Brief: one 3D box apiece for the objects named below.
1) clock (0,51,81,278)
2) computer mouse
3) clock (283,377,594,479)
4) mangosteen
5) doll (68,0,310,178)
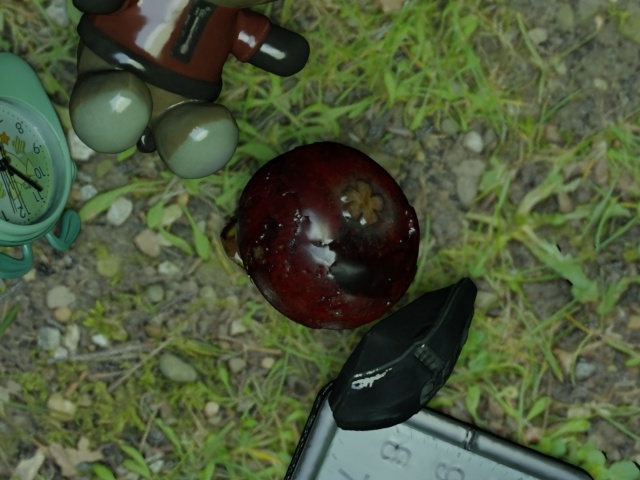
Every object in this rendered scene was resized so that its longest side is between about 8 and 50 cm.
[{"bbox_3d":[-0.287,-0.062,1.439,0.060,0.148,0.188,-18,100,39],"label":"clock"},{"bbox_3d":[0.083,0.106,1.436,0.062,0.106,0.192,35,53,28],"label":"computer mouse"},{"bbox_3d":[0.085,0.291,1.512,0.279,0.049,0.273,23,96,-1],"label":"clock"},{"bbox_3d":[0.000,0.000,1.431,0.166,0.180,0.166,4,78,-22],"label":"mangosteen"},{"bbox_3d":[-0.107,-0.223,1.409,0.235,0.174,0.330,20,100,-32],"label":"doll"}]
